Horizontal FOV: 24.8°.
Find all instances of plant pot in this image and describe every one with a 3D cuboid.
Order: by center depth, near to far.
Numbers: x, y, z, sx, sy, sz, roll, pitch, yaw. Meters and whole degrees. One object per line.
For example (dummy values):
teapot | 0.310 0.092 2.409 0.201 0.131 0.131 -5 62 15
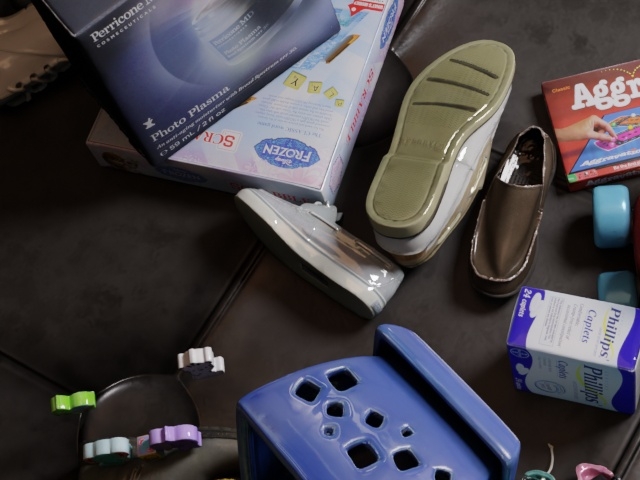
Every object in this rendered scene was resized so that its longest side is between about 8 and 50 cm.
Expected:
plant pot | 0.066 0.243 1.473 0.212 0.236 0.236 -33 60 -22

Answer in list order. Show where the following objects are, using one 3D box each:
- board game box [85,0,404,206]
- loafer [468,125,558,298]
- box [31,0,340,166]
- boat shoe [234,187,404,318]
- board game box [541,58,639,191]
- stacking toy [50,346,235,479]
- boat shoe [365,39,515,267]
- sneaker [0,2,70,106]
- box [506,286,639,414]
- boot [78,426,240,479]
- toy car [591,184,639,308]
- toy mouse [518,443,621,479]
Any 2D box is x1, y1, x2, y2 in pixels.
board game box | -0.091 -0.213 1.830 0.318 0.066 0.318 13 67 18
loafer | 0.217 -0.040 1.669 0.080 0.078 0.220 9 66 16
box | -0.163 -0.288 1.678 0.296 0.294 0.183 -38 62 -7
boat shoe | 0.000 0.000 1.704 0.227 0.079 0.081 38 70 19
board game box | 0.415 -0.155 1.715 0.281 0.027 0.145 -13 60 5
stacking toy | -0.194 0.221 1.558 0.221 0.052 0.167 -16 62 16
boat shoe | 0.143 -0.104 1.705 0.113 0.103 0.302 18 60 27
sneaker | -0.385 -0.239 1.902 0.297 0.111 0.129 -7 78 13
box | 0.276 0.118 1.550 0.137 0.126 0.072 11 65 17
boot | -0.159 0.295 1.591 0.246 0.083 0.161 -9 67 16
toy car | 0.399 -0.021 1.530 0.219 0.238 0.210 -3 63 10
toy mouse | 0.260 0.270 1.523 0.161 0.031 0.143 -14 34 -3
